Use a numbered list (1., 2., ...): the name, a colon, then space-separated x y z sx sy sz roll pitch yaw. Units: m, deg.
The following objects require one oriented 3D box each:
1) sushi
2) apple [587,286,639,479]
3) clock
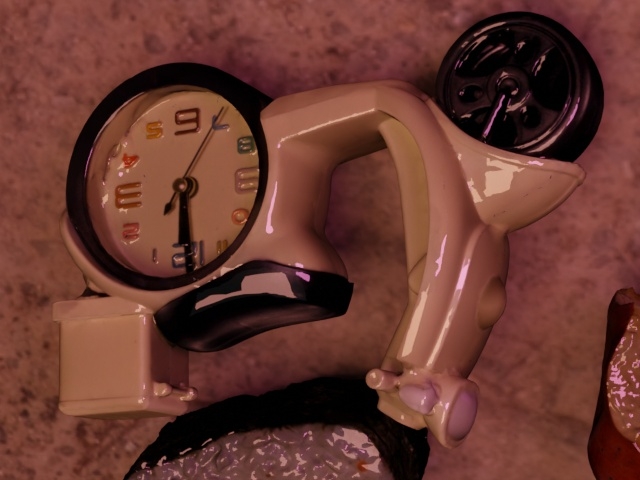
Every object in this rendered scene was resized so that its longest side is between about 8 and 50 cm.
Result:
1. sushi: -0.033 0.172 1.113 0.225 0.127 0.124 -16 102 20
2. apple: 0.253 0.105 0.960 0.158 0.156 0.147 8 128 8
3. clock: 0.000 0.000 1.014 0.379 0.120 0.276 -4 79 25
